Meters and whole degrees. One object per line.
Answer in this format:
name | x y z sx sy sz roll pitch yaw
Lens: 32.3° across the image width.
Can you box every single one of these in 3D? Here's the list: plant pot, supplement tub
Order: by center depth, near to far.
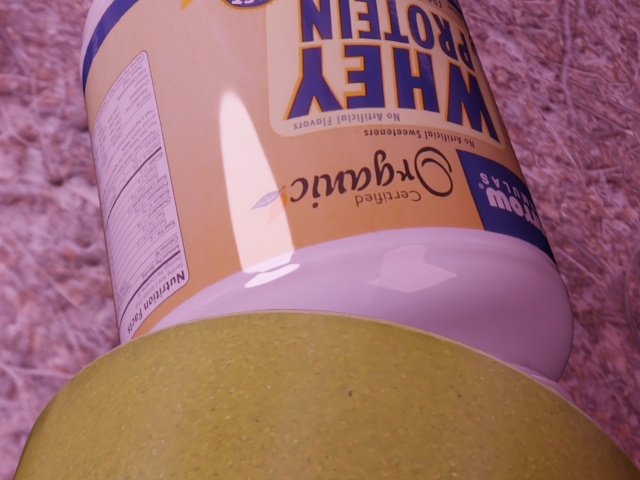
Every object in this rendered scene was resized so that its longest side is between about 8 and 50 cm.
plant pot | -0.020 0.219 0.345 0.275 0.275 0.293 33 35 -12
supplement tub | 0.000 0.000 0.595 0.228 0.228 0.316 7 54 -33
